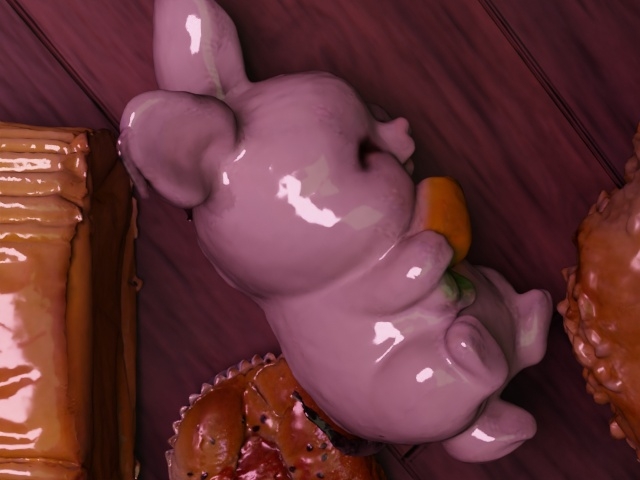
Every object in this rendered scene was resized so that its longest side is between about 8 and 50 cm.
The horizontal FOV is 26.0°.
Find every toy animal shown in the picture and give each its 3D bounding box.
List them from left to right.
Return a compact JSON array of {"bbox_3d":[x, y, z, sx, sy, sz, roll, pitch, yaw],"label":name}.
[{"bbox_3d":[0.003,-0.002,0.837,0.325,0.208,0.154,35,122,-25],"label":"toy animal"}]

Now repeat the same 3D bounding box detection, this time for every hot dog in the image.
[{"bbox_3d":[-0.016,0.203,0.912,0.144,0.075,0.267,-18,97,-12],"label":"hot dog"}]

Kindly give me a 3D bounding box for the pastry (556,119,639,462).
[{"bbox_3d":[0.260,0.000,0.913,0.255,0.162,0.310,21,91,-57],"label":"pastry"}]

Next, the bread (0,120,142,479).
[{"bbox_3d":[-0.193,0.071,0.798,0.156,0.204,0.288,0,92,1],"label":"bread"}]
